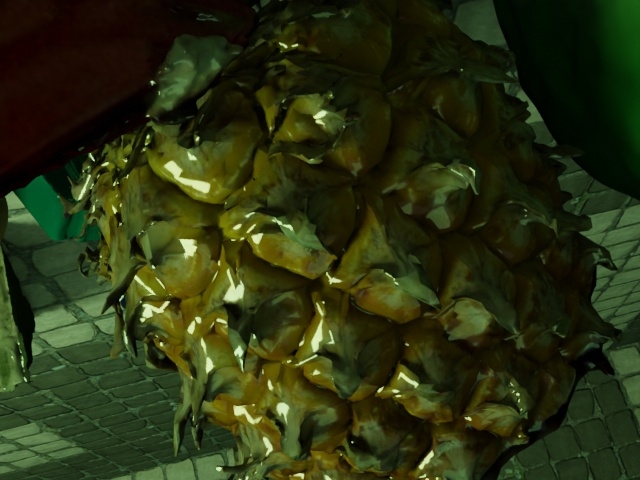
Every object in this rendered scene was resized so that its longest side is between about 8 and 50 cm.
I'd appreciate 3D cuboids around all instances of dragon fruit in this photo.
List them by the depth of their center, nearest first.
[{"bbox_3d":[-0.180,-0.125,0.420,0.282,0.344,0.100,-33,127,-32],"label":"dragon fruit"}]

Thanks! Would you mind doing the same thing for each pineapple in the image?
[{"bbox_3d":[0.000,-0.002,0.540,0.352,0.352,0.300,-28,113,26],"label":"pineapple"}]

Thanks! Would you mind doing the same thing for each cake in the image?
[{"bbox_3d":[-0.425,0.073,0.917,0.158,0.172,0.283,-13,-170,-14],"label":"cake"}]

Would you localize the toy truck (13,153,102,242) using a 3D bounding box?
[{"bbox_3d":[-0.147,-0.070,0.710,0.254,0.124,0.114,-1,154,-25],"label":"toy truck"}]

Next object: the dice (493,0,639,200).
[{"bbox_3d":[0.279,-0.204,0.459,0.287,0.297,0.300,-13,155,-9],"label":"dice"}]

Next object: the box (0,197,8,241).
[{"bbox_3d":[-0.341,-0.021,0.716,0.106,0.105,0.037,-17,161,5],"label":"box"}]
